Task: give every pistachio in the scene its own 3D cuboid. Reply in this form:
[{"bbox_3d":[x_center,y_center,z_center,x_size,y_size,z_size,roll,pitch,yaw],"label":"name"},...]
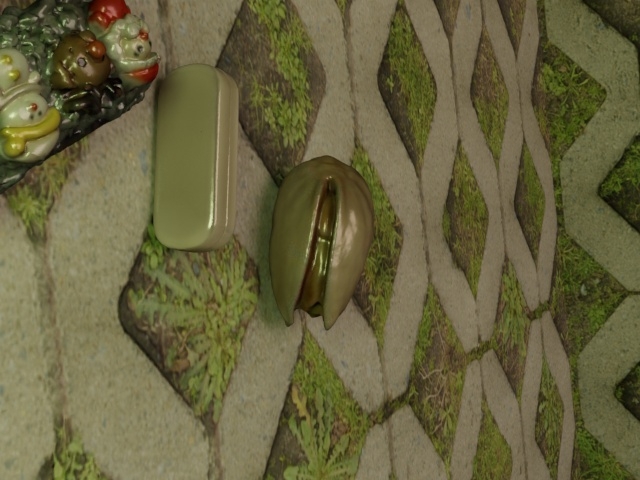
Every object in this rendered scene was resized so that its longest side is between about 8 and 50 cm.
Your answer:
[{"bbox_3d":[0.000,0.000,1.160,0.152,0.126,0.223,113,-15,-71],"label":"pistachio"}]

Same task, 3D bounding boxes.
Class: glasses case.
[{"bbox_3d":[-0.129,-0.085,0.975,0.050,0.083,0.196,16,74,-59],"label":"glasses case"}]

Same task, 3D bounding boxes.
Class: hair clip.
[{"bbox_3d":[-0.230,-0.134,0.788,0.321,0.091,0.138,-52,128,-52],"label":"hair clip"}]
